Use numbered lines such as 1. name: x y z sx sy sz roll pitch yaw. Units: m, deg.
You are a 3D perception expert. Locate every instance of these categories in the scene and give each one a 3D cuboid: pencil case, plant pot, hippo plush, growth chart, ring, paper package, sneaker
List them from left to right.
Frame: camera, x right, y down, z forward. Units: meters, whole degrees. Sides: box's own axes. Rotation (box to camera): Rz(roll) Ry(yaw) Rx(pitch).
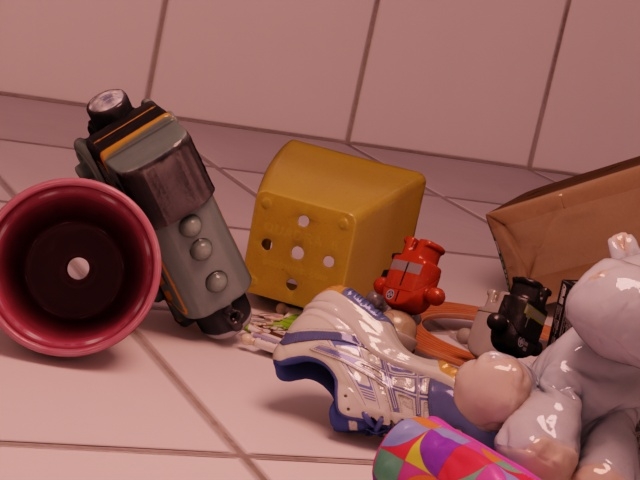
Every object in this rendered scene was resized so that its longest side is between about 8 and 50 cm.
1. plant pot: -0.285 0.033 1.885 0.201 0.201 0.180 11 -4 -6
2. growth chart: -0.017 0.123 2.093 0.172 0.021 0.237 14 11 10
3. plant pot: 0.000 0.000 2.245 0.212 0.212 0.187 16 17 17
4. sneaker: 0.078 0.180 1.777 0.296 0.131 0.112 35 -24 25
5. pencil case: 0.158 0.242 1.530 0.104 0.104 0.236 0 16 -45
6. ring: 0.240 0.146 2.212 0.337 0.032 0.336 13 12 -3
7. paper package: 0.449 -0.024 2.615 0.309 0.168 0.325 -18 3 19
8. hippo plush: 0.308 0.139 1.654 0.234 0.236 0.294 47 19 20

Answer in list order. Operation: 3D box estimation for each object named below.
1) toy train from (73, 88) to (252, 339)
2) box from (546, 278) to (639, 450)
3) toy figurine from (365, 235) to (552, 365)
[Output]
1. toy train: -0.183 -0.026 1.989 0.142 0.334 0.190 -31 35 -14
2. box: 0.330 0.152 1.911 0.077 0.180 0.147 5 13 -26
3. toy figurine: 0.153 0.103 1.958 0.213 0.148 0.209 21 -10 -4
